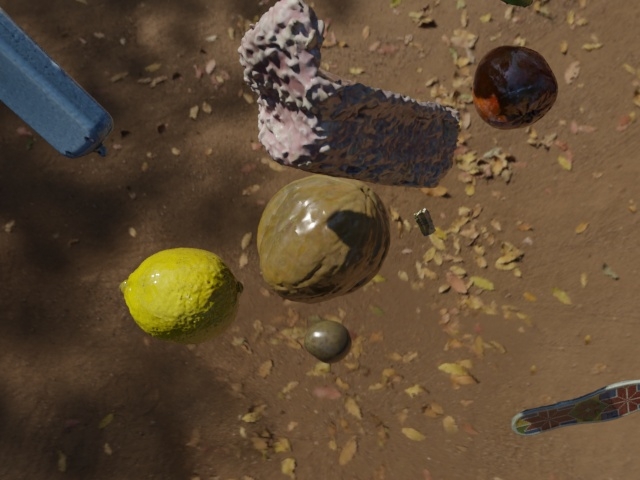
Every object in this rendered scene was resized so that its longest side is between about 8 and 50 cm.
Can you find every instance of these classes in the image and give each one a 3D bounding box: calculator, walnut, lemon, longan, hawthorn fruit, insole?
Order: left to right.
[{"bbox_3d":[-0.326,-0.173,0.652,0.210,0.121,0.039,46,56,-25],"label":"calculator"},{"bbox_3d":[-0.368,0.150,1.534,0.322,0.268,0.268,-3,71,-7],"label":"lemon"},{"bbox_3d":[0.000,0.000,1.333,0.333,0.333,0.332,-1,71,2],"label":"walnut"},{"bbox_3d":[0.015,0.230,1.286,0.113,0.113,0.092,-6,49,0],"label":"longan"},{"bbox_3d":[0.394,-0.316,1.181,0.173,0.173,0.172,-1,71,2],"label":"hawthorn fruit"},{"bbox_3d":[0.341,0.216,0.734,0.194,0.065,0.006,-17,31,8],"label":"insole"}]

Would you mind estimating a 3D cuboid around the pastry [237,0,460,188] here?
[{"bbox_3d":[0.032,-0.102,0.501,0.103,0.265,0.112,23,96,43],"label":"pastry"}]

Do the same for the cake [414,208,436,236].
[{"bbox_3d":[0.328,-0.070,1.822,0.051,0.140,0.055,-24,54,9],"label":"cake"}]

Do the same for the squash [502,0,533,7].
[{"bbox_3d":[0.435,-0.605,1.213,0.095,0.188,0.095,2,52,-2],"label":"squash"}]
